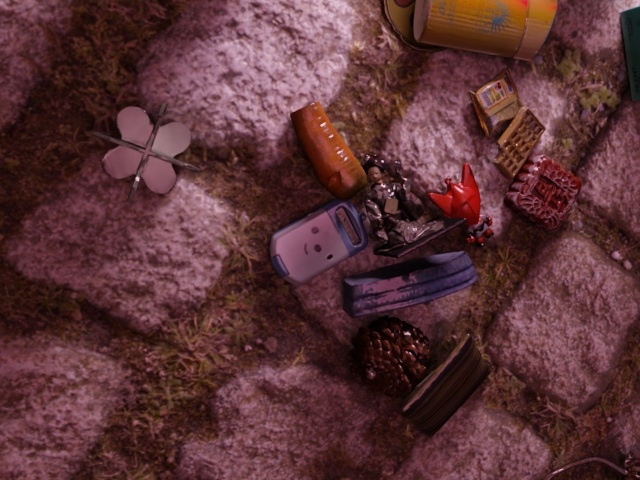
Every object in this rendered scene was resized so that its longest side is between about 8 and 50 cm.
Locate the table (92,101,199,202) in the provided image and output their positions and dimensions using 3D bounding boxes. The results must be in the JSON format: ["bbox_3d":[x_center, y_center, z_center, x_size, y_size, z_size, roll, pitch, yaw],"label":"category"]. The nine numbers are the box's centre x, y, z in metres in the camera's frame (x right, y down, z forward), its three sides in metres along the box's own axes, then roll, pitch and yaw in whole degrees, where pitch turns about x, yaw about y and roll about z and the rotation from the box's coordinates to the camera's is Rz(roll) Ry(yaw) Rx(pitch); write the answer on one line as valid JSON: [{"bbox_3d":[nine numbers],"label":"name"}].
[{"bbox_3d":[-0.286,-0.146,1.015,0.167,0.198,0.166,-3,100,-15],"label":"table"}]

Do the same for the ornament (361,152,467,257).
[{"bbox_3d":[0.142,-0.083,1.182,0.166,0.153,0.196,-29,96,-10],"label":"ornament"}]

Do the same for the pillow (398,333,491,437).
[{"bbox_3d":[0.265,0.308,1.281,0.208,0.052,0.212,-47,139,-5],"label":"pillow"}]

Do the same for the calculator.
[{"bbox_3d":[0.000,0.000,1.202,0.210,0.039,0.121,-29,107,-10],"label":"calculator"}]

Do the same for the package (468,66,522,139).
[{"bbox_3d":[0.364,-0.281,1.260,0.121,0.031,0.108,-33,107,-15],"label":"package"}]

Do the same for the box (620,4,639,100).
[{"bbox_3d":[0.733,-0.384,1.197,0.118,0.311,0.205,-13,103,-4],"label":"box"}]

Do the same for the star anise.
[{"bbox_3d":[0.668,0.562,1.488,0.228,0.218,0.148,18,132,21],"label":"star anise"}]

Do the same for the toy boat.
[{"bbox_3d":[0.180,0.086,1.220,0.283,0.127,0.078,-14,96,-11],"label":"toy boat"}]

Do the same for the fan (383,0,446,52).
[{"bbox_3d":[0.202,-0.516,1.187,0.230,0.011,0.335,-39,108,-6],"label":"fan"}]

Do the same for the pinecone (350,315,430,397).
[{"bbox_3d":[0.145,0.227,1.224,0.174,0.173,0.173,-2,100,-15],"label":"pinecone"}]

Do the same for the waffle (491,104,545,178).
[{"bbox_3d":[0.409,-0.203,1.278,0.092,0.021,0.135,35,88,-37],"label":"waffle"}]

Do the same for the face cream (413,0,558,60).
[{"bbox_3d":[0.325,-0.436,1.195,0.285,0.067,0.139,3,102,-17],"label":"face cream"}]

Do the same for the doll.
[{"bbox_3d":[0.302,-0.062,1.263,0.109,0.057,0.169,-40,106,-8],"label":"doll"}]

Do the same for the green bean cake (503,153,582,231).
[{"bbox_3d":[0.475,-0.100,1.306,0.135,0.056,0.135,31,90,-19],"label":"green bean cake"}]

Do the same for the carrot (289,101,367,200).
[{"bbox_3d":[0.012,-0.165,1.158,0.087,0.087,0.193,-35,95,-7],"label":"carrot"}]
